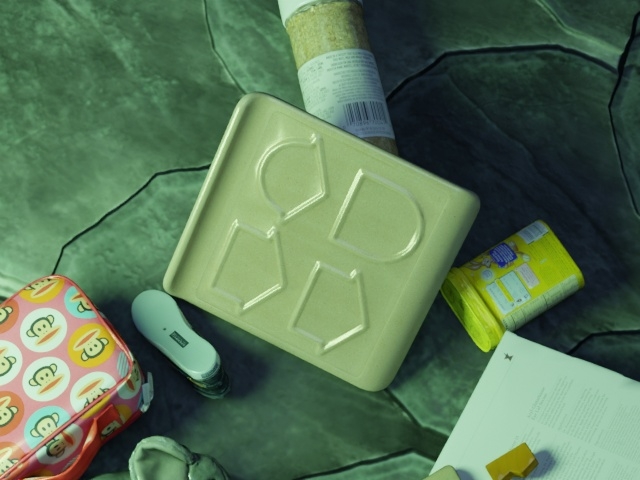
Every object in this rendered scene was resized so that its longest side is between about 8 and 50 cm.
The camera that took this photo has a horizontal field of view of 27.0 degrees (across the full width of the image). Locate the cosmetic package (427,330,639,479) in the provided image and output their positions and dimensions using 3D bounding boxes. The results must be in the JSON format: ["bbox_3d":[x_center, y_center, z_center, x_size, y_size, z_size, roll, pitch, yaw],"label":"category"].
[{"bbox_3d":[0.289,0.337,1.729,0.284,0.097,0.377,22,71,29],"label":"cosmetic package"}]

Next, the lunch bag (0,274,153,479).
[{"bbox_3d":[-0.374,0.211,1.726,0.293,0.120,0.258,-36,57,-12],"label":"lunch bag"}]

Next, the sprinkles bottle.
[{"bbox_3d":[0.032,-0.210,1.919,0.121,0.121,0.355,-11,74,-7],"label":"sprinkles bottle"}]

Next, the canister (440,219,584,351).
[{"bbox_3d":[0.271,0.061,1.880,0.170,0.073,0.126,-30,77,-14],"label":"canister"}]

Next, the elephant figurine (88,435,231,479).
[{"bbox_3d":[-0.198,0.330,1.735,0.239,0.169,0.186,-41,116,-19],"label":"elephant figurine"}]

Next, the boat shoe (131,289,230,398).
[{"bbox_3d":[-0.194,0.147,1.830,0.065,0.083,0.183,-37,52,-14],"label":"boat shoe"}]

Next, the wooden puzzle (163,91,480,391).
[{"bbox_3d":[0.000,0.000,1.813,0.348,0.080,0.322,25,111,0],"label":"wooden puzzle"}]

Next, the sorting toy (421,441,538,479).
[{"bbox_3d":[0.166,0.397,1.670,0.307,0.041,0.229,-32,49,3],"label":"sorting toy"}]
